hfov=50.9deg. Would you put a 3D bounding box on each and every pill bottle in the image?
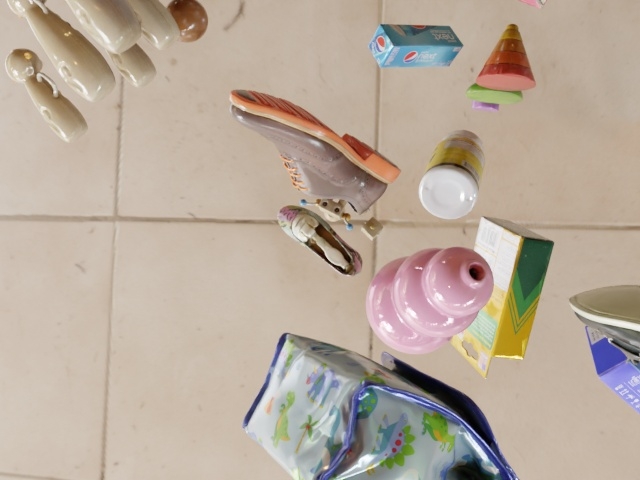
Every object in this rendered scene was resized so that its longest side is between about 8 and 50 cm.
[{"bbox_3d":[0.281,-0.145,1.405,0.119,0.208,0.119,10,125,15],"label":"pill bottle"}]

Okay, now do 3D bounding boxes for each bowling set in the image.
[{"bbox_3d":[-0.248,-0.259,0.778,0.154,0.200,0.287,52,141,-7],"label":"bowling set"}]

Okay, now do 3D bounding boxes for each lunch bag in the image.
[{"bbox_3d":[0.045,0.130,0.454,0.151,0.129,0.096,28,84,-25],"label":"lunch bag"}]

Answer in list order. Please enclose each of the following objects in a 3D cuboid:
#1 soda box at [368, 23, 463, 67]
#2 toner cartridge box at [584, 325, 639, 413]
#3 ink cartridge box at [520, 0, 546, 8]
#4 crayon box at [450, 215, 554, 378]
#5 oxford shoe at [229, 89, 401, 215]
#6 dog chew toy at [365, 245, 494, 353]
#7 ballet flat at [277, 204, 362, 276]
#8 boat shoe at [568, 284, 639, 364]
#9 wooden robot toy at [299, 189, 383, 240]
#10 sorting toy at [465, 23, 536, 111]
[{"bbox_3d":[0.217,-0.442,1.525,0.071,0.210,0.067,64,145,24],"label":"soda box"},{"bbox_3d":[0.716,0.316,1.427,0.348,0.165,0.075,39,122,-14],"label":"toner cartridge box"},{"bbox_3d":[0.153,-0.403,0.709,0.283,0.117,0.207,33,100,26],"label":"ink cartridge box"},{"bbox_3d":[0.402,0.126,1.516,0.083,0.203,0.323,8,103,-14],"label":"crayon box"},{"bbox_3d":[-0.013,-0.106,0.866,0.098,0.271,0.097,-57,36,13],"label":"oxford shoe"},{"bbox_3d":[0.223,0.107,1.329,0.207,0.332,0.206,7,69,-18],"label":"dog chew toy"},{"bbox_3d":[0.000,0.000,1.445,0.221,0.079,0.077,39,97,0],"label":"ballet flat"},{"bbox_3d":[0.486,0.141,0.971,0.127,0.340,0.113,-19,98,-16],"label":"boat shoe"},{"bbox_3d":[0.036,-0.060,1.193,0.173,0.079,0.076,28,80,8],"label":"wooden robot toy"},{"bbox_3d":[0.398,-0.381,1.497,0.127,0.365,0.126,7,91,6],"label":"sorting toy"}]
